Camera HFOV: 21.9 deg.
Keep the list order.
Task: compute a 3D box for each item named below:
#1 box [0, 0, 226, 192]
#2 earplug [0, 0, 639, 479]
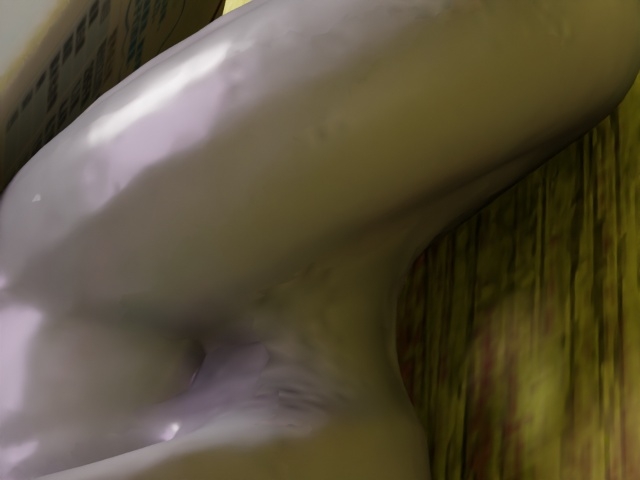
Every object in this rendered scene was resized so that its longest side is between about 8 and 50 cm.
[{"bbox_3d":[-0.099,-0.038,0.603,0.273,0.048,0.265,110,-173,-54],"label":"box"},{"bbox_3d":[-0.019,0.039,0.465,0.325,0.175,0.214,-59,6,-20],"label":"earplug"}]
